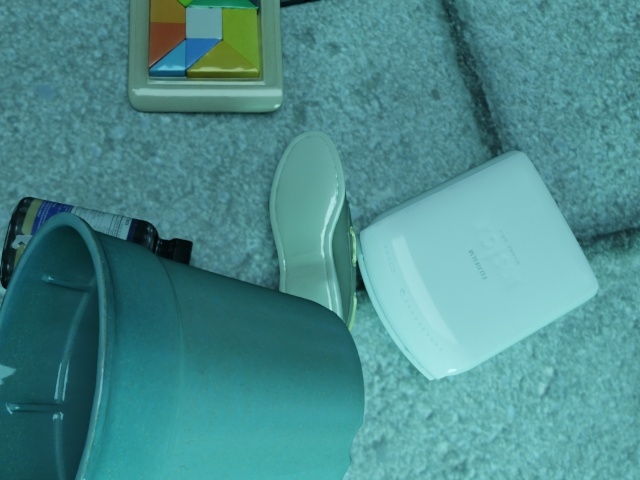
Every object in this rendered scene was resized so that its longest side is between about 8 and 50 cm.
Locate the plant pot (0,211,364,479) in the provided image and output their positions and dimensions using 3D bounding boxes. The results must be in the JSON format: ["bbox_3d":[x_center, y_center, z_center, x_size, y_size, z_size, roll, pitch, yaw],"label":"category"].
[{"bbox_3d":[-0.154,0.171,0.850,0.334,0.341,0.341,14,72,-36],"label":"plant pot"}]

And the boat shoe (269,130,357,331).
[{"bbox_3d":[-0.004,0.000,1.071,0.109,0.091,0.304,-7,75,19],"label":"boat shoe"}]

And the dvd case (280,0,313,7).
[{"bbox_3d":[0.001,-0.470,1.219,0.253,0.022,0.180,-16,81,-17],"label":"dvd case"}]

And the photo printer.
[{"bbox_3d":[0.215,0.037,1.107,0.308,0.107,0.256,-25,84,-18],"label":"photo printer"}]

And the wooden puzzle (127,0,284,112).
[{"bbox_3d":[-0.166,-0.305,1.115,0.221,0.044,0.238,-1,78,-8],"label":"wooden puzzle"}]

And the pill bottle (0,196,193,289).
[{"bbox_3d":[-0.280,0.025,0.979,0.219,0.123,0.122,13,74,-11],"label":"pill bottle"}]
